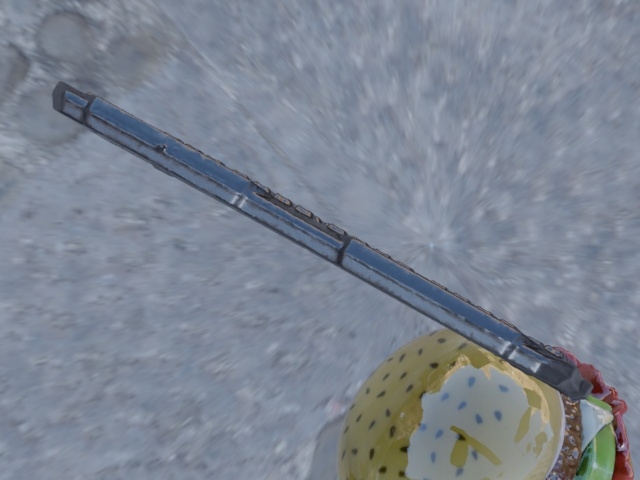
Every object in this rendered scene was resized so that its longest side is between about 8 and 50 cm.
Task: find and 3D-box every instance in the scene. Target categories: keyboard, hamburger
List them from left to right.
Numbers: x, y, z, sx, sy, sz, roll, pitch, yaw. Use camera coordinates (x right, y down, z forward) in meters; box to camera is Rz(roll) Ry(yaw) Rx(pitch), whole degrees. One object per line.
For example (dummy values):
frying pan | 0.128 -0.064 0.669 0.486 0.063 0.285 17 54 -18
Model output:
keyboard | 0.000 -0.001 0.877 0.262 0.106 0.016 29 89 17
hamburger | 0.087 0.124 1.148 0.137 0.175 0.175 36 92 -41
